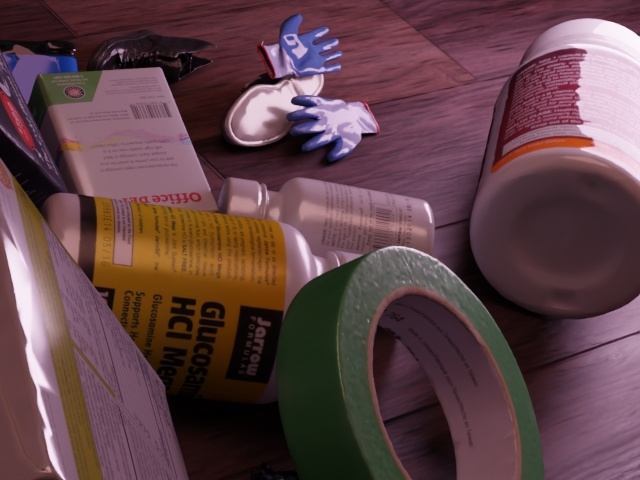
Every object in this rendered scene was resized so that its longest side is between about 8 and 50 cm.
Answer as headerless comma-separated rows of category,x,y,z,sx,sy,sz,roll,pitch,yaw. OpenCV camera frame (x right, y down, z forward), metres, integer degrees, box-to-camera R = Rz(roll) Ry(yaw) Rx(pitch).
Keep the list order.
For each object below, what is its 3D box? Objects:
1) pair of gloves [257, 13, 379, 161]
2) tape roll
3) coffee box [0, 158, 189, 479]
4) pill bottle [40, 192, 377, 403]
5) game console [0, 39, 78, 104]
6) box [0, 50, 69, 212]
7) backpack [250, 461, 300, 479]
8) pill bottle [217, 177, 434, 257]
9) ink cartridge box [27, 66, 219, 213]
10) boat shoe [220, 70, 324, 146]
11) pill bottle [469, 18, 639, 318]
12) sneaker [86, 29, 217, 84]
pair of gloves,-0.006,-0.193,2.367,0.159,0.023,0.198,-19,80,-52
tape roll,0.090,0.166,1.762,0.321,0.077,0.321,32,46,-40
coffee box,-0.291,0.203,1.360,0.338,0.334,0.338,-26,45,4
pill bottle,-0.120,0.064,1.881,0.334,0.188,0.188,7,35,-13
game console,-0.442,-0.160,2.202,0.293,0.173,0.250,-1,69,-24
box,-0.439,-0.186,1.873,0.179,0.312,0.343,-30,66,3
backpack,-0.022,0.274,1.701,0.084,0.105,0.114,0,43,-21
pill bottle,0.000,0.000,2.075,0.229,0.131,0.131,10,35,-10
ink cartridge box,-0.223,-0.081,2.085,0.154,0.093,0.212,-6,55,-29
boat shoe,-0.071,-0.168,2.365,0.065,0.075,0.206,-13,20,39
pill bottle,0.311,-0.099,2.270,0.224,0.224,0.392,18,35,1
sneaker,-0.213,-0.227,2.374,0.089,0.051,0.170,26,31,20
